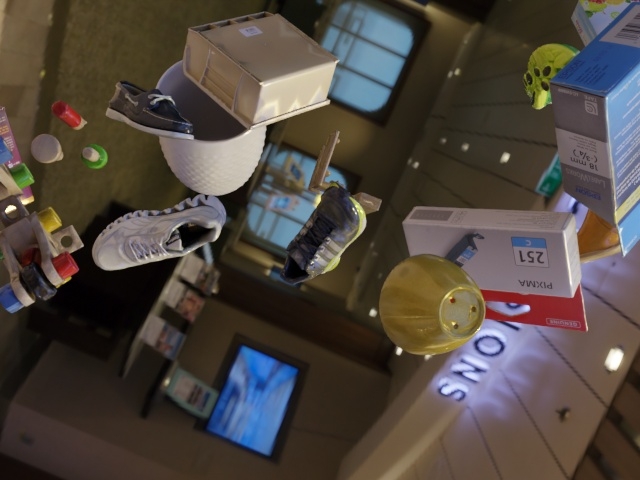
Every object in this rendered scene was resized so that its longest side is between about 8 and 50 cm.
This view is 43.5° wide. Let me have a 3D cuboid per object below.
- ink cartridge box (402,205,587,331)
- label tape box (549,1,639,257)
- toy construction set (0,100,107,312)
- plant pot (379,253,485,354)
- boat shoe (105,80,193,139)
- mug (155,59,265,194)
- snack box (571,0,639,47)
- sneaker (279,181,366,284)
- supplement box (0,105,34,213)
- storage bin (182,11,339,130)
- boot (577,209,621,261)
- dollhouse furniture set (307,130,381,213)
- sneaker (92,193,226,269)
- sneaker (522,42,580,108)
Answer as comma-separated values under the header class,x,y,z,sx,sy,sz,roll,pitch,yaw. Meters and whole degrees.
class,x,y,z,sx,sy,sz,roll,pitch,yaw
ink cartridge box,0.315,0.066,1.446,0.066,0.296,0.261,-50,132,-42
label tape box,0.500,-0.177,1.314,0.240,0.106,0.334,-42,133,-22
toy construction set,-0.440,-0.055,1.227,0.309,0.257,0.237,-55,-177,-3
plant pot,0.156,0.086,1.022,0.134,0.134,0.095,-67,-159,-8
boat shoe,-0.364,-0.280,1.710,0.114,0.302,0.091,7,102,-48
mug,-0.256,-0.308,2.108,0.374,0.276,0.328,-58,170,-27
snack box,0.726,-0.498,1.896,0.070,0.207,0.175,95,-17,-63
sneaker,0.000,0.000,1.633,0.121,0.111,0.300,-38,163,-35
supplement box,-0.612,-0.151,1.476,0.081,0.104,0.188,-34,127,-40
storage bin,-0.141,-0.406,1.864,0.262,0.260,0.123,-27,148,-40
boot,0.545,-0.083,1.540,0.295,0.211,0.104,-27,164,37
dollhouse furniture set,0.064,-0.145,1.765,0.144,0.151,0.123,165,-56,-74
sneaker,-0.336,-0.005,1.660,0.118,0.292,0.110,-107,176,-60
sneaker,0.525,-0.375,1.760,0.123,0.109,0.295,-25,177,2
